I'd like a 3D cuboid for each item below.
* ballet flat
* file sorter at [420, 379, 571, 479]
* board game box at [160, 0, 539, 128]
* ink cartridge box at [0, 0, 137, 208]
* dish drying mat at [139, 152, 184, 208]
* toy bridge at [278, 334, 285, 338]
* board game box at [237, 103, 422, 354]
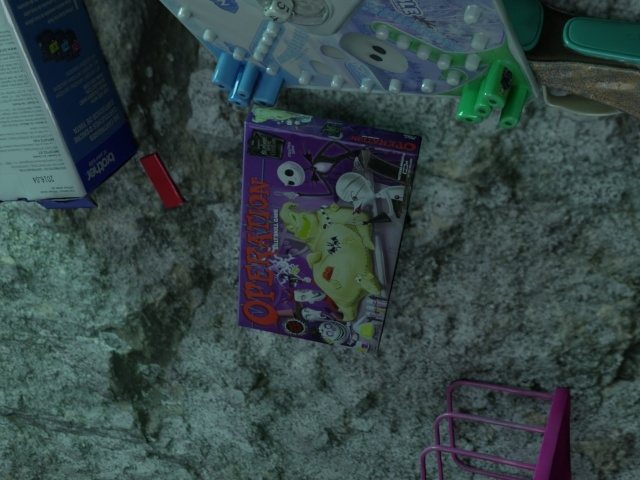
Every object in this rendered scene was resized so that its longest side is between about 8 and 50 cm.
[{"bbox_3d":[0.227,-0.189,0.847,0.316,0.108,0.106,20,146,11],"label":"ballet flat"},{"bbox_3d":[0.223,0.357,1.093,0.182,0.291,0.202,5,123,24],"label":"file sorter"},{"bbox_3d":[-0.028,-0.229,0.772,0.390,0.050,0.390,11,163,32],"label":"board game box"},{"bbox_3d":[-0.428,-0.198,1.090,0.270,0.151,0.396,-1,119,24],"label":"ink cartridge box"},{"bbox_3d":[-0.228,-0.086,1.170,0.032,0.008,0.083,-14,114,29],"label":"dish drying mat"},{"bbox_3d":[-0.018,0.073,1.172,0.063,0.026,0.188,44,127,-8],"label":"toy bridge"},{"bbox_3d":[0.000,0.000,1.052,0.208,0.056,0.347,14,132,9],"label":"board game box"}]
